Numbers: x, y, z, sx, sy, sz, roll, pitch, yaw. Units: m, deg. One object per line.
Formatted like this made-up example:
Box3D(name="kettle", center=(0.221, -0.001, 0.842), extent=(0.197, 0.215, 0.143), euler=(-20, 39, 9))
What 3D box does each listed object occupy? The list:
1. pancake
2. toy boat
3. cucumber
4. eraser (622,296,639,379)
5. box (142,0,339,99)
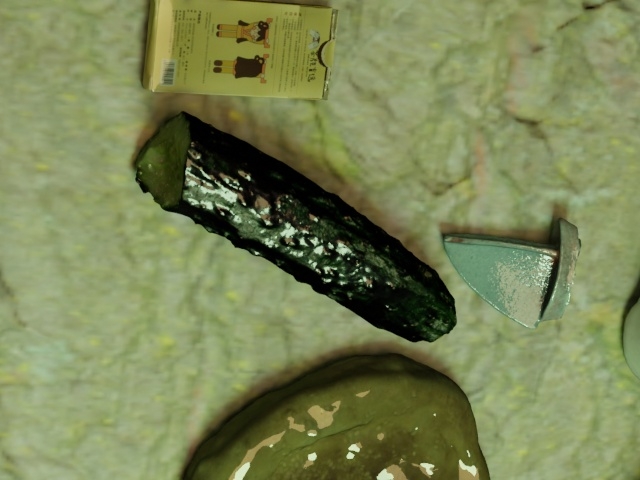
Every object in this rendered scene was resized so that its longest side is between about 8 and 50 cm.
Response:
Box3D(name="pancake", center=(0.020, 0.227, 1.503), extent=(0.294, 0.049, 0.294), euler=(-7, 105, -25))
Box3D(name="toy boat", center=(0.148, 0.023, 1.524), extent=(0.122, 0.034, 0.096), euler=(7, 101, -18))
Box3D(name="cucumber", center=(0.000, 0.000, 1.415), extent=(0.303, 0.081, 0.072), euler=(29, 61, -29))
Box3D(name="eraser", center=(0.403, 0.028, 1.579), extent=(0.331, 0.150, 0.331), euler=(-8, 107, -27))
Box3D(name="box", center=(-0.059, -0.143, 1.378), extent=(0.149, 0.020, 0.073), euler=(2, 102, -26))
